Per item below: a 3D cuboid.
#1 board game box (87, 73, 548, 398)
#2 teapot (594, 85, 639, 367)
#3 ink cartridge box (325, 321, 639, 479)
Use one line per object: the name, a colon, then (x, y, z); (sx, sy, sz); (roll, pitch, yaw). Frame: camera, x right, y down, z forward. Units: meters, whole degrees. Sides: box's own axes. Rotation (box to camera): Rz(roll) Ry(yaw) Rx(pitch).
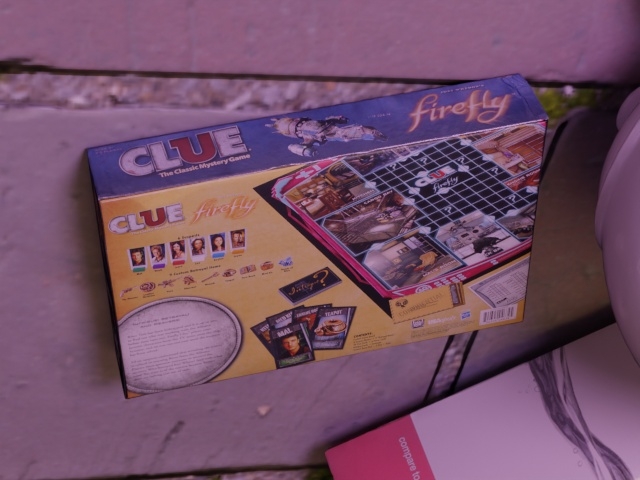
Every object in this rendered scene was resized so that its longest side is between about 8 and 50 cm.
board game box: (0.000, 0.000, 0.910); (0.243, 0.042, 0.165); (-10, 136, -10)
teapot: (0.236, -0.028, 0.868); (0.252, 0.187, 0.256); (1, 126, -55)
ink cartridge box: (0.173, 0.173, 1.086); (0.283, 0.117, 0.207); (-24, 140, 5)
